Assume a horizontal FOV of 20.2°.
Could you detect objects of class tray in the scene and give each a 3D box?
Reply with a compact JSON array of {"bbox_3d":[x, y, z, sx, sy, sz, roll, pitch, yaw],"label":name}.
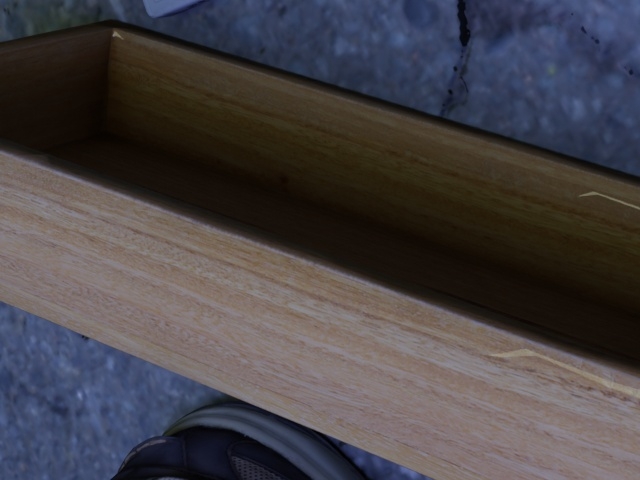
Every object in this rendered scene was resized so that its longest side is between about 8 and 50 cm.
[{"bbox_3d":[0.000,0.000,0.769,0.410,0.203,0.076,20,114,29],"label":"tray"}]

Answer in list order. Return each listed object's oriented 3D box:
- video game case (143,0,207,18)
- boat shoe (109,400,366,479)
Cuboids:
[{"bbox_3d":[-0.039,-0.234,0.847,0.193,0.023,0.212,-17,91,36],"label":"video game case"},{"bbox_3d":[0.031,0.208,0.846,0.355,0.130,0.132,27,116,26],"label":"boat shoe"}]
